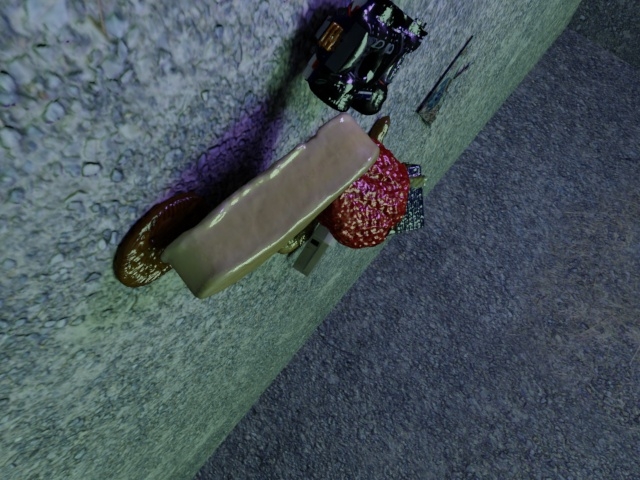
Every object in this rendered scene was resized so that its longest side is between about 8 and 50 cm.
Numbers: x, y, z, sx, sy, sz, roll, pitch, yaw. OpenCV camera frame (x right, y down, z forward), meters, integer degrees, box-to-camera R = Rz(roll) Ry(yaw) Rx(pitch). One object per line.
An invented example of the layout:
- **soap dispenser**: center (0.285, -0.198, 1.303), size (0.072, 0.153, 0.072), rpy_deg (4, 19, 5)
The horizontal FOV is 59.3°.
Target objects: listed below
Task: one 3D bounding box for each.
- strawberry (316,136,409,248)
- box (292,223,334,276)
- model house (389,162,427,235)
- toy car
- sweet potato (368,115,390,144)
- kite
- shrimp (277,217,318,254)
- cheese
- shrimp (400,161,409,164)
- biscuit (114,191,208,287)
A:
- **strawberry**: center (0.079, -0.124, 1.271), size (0.238, 0.250, 0.288), rpy_deg (-45, 142, 0)
- **box**: center (0.000, 0.000, 1.598), size (0.141, 0.058, 0.201), rpy_deg (-57, -179, -37)
- **model house**: center (0.187, -0.103, 1.539), size (0.170, 0.211, 0.193), rpy_deg (-43, 128, -63)
- **toy car**: center (0.074, -0.318, 0.943), size (0.193, 0.118, 0.301), rpy_deg (-50, 168, 22)
- **sweet potato**: center (0.137, -0.252, 1.501), size (0.182, 0.054, 0.053), rpy_deg (-56, 173, 13)
- **kite**: center (0.410, -0.502, 1.850), size (0.368, 0.014, 0.406), rpy_deg (-44, 164, -33)
- **shrimp**: center (-0.059, -0.028, 1.497), size (0.162, 0.045, 0.095), rpy_deg (-43, 144, -15)
- **cheese**: center (-0.101, -0.030, 0.940), size (0.384, 0.104, 0.384), rpy_deg (-39, 179, 0)
- **shrimp**: center (0.158, -0.187, 1.739), size (0.262, 0.066, 0.117), rpy_deg (-27, 172, -29)
- **biscuit**: center (-0.252, 0.003, 0.908), size (0.188, 0.027, 0.188), rpy_deg (-48, 168, -14)
